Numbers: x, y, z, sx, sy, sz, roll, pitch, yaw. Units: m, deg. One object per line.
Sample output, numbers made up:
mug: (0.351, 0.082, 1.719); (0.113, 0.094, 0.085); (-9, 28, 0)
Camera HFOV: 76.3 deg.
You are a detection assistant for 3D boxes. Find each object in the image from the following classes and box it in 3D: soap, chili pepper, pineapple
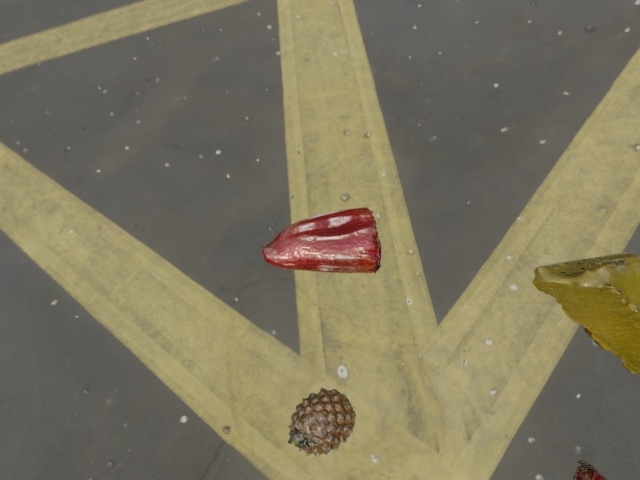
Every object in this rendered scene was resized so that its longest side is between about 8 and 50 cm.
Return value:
soap: (0.636, 0.184, 0.872); (0.339, 0.169, 0.303); (-5, 83, -25)
chili pepper: (0.000, 0.000, 0.889); (0.253, 0.136, 0.143); (-1, 97, -5)
pineapple: (-0.009, 0.478, 1.058); (0.193, 0.166, 0.166); (-11, 44, -43)

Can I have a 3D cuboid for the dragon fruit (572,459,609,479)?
dragon fruit: (0.863, 0.871, 1.183); (0.262, 0.296, 0.314); (-51, 21, -4)
